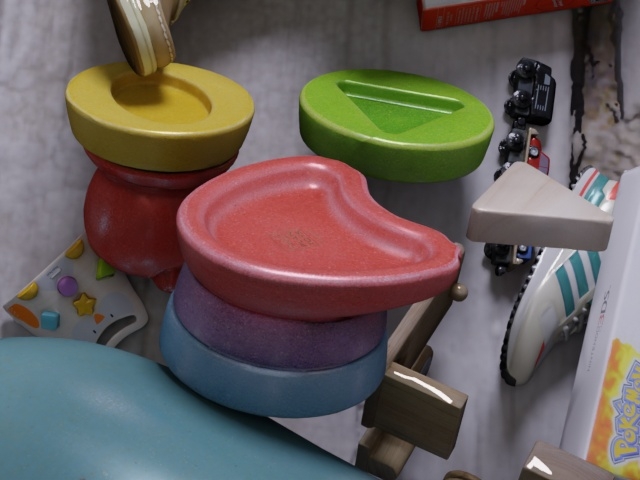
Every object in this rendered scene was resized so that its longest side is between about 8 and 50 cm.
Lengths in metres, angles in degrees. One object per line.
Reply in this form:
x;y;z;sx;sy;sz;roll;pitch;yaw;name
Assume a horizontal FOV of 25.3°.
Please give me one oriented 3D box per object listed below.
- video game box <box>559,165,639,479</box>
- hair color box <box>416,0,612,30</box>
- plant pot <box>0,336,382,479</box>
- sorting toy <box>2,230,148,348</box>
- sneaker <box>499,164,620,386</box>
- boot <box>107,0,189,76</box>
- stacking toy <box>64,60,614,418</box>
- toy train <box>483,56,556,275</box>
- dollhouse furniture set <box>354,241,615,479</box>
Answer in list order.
0.264;0.074;0.924;0.187;0.048;0.205;17;77;-10;video game box
0.136;-0.198;1.018;0.141;0.043;0.072;-8;76;0;hair color box
-0.140;0.193;0.812;0.235;0.293;0.293;33;79;17;plant pot
-0.159;0.044;0.970;0.083;0.045;0.075;-44;99;-9;sorting toy
0.177;0.031;0.953;0.075;0.057;0.161;24;75;11;sneaker
-0.068;-0.199;0.974;0.165;0.077;0.213;-9;44;-5;boot
0.000;0.000;0.899;0.280;0.130;0.309;-5;31;-25;stacking toy
0.141;-0.050;0.991;0.036;0.027;0.158;12;76;-7;toy train
0.117;0.116;0.904;0.151;0.144;0.123;23;46;15;dollhouse furniture set
